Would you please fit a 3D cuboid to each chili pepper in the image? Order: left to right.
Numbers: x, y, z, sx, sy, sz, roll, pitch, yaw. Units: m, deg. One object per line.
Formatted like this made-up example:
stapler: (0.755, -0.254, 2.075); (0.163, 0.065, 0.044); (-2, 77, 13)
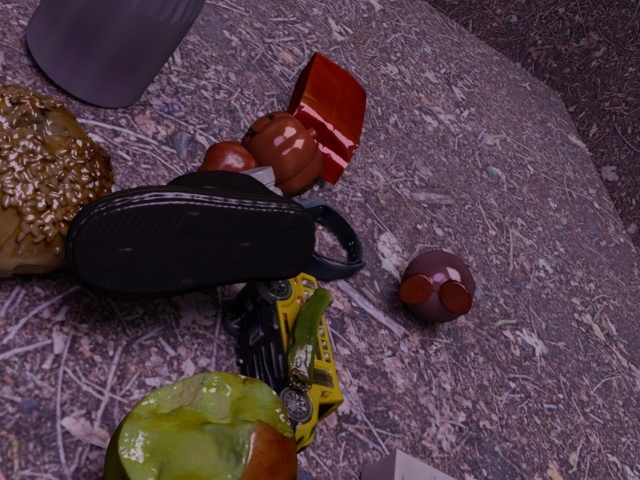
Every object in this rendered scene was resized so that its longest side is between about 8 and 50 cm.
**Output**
chili pepper: (-0.021, 0.147, 1.025); (0.051, 0.050, 0.202); (5, 38, 11)

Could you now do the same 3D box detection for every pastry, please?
pastry: (-0.450, -0.105, 0.974); (0.284, 0.184, 0.316); (0, 56, -42)

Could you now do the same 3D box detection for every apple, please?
apple: (-0.155, 0.293, 0.832); (0.226, 0.246, 0.246); (4, 52, -29)

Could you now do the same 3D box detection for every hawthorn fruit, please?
hawthorn fruit: (-0.182, -0.139, 1.298); (0.140, 0.125, 0.125); (17, 22, 35)

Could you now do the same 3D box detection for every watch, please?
watch: (0.000, 0.000, 1.402); (0.206, 0.068, 0.193); (-18, 68, -52)

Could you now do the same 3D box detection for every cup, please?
cup: (-0.370, -0.451, 1.239); (0.253, 0.371, 0.254); (30, 42, -31)

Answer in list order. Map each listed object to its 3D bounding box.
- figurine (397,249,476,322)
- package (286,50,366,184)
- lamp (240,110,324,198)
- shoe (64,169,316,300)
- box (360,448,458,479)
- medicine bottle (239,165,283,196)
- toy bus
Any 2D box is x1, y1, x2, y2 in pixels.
figurine: (0.267, 0.104, 1.478); (0.173, 0.173, 0.173); (25, 41, -24)
package: (0.012, -0.330, 1.677); (0.195, 0.123, 0.424); (31, 37, -14)
lamp: (-0.074, -0.188, 1.399); (0.188, 0.163, 0.187); (52, -5, 6)
shoe: (-0.215, -0.021, 1.027); (0.383, 0.172, 0.237); (-5, 19, -30)
box: (0.160, 0.502, 1.041); (0.194, 0.111, 0.261); (32, 42, -17)
medicine bottle: (-0.112, -0.041, 1.237); (0.102, 0.102, 0.187); (-30, 111, -52)
toy bus: (-0.059, 0.207, 1.086); (0.152, 0.144, 0.330); (17, 44, -33)
